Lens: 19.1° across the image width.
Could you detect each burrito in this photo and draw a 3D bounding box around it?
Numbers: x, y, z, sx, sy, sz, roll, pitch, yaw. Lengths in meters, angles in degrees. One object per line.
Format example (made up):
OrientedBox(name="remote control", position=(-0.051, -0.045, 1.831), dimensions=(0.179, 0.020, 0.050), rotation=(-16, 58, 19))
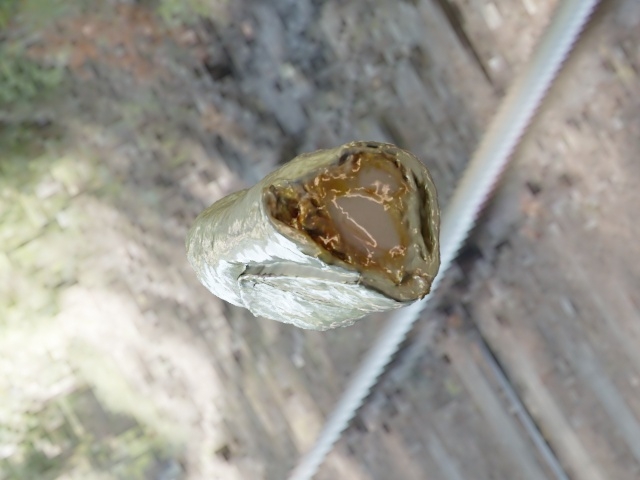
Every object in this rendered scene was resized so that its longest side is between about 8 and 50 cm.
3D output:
OrientedBox(name="burrito", position=(-0.004, -0.001, 1.366), dimensions=(0.143, 0.105, 0.299), rotation=(18, 170, -11))
